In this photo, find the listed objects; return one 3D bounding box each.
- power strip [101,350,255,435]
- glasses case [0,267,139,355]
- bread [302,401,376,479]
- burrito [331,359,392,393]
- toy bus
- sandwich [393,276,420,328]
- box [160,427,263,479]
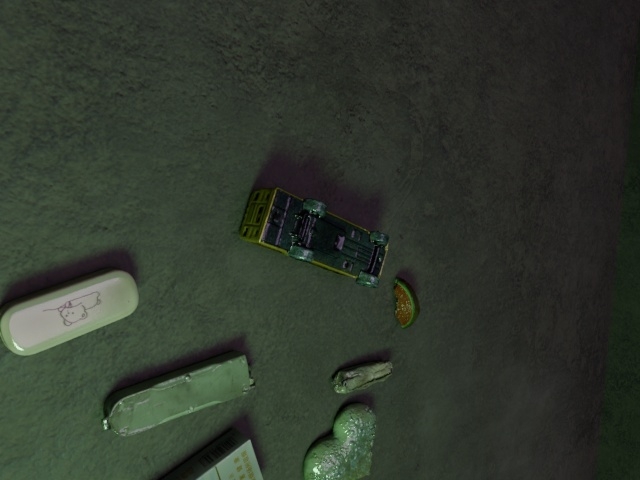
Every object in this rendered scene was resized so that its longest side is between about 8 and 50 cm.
[{"bbox_3d":[-0.248,0.273,0.903,0.285,0.048,0.080,-12,100,-39],"label":"power strip"},{"bbox_3d":[-0.379,0.104,0.770,0.196,0.050,0.083,-24,108,-36],"label":"glasses case"},{"bbox_3d":[0.063,0.500,1.188,0.232,0.064,0.173,-42,118,-28],"label":"bread"},{"bbox_3d":[0.101,0.328,1.216,0.188,0.045,0.058,-3,71,-38],"label":"burrito"},{"bbox_3d":[0.000,0.000,1.039,0.335,0.123,0.121,23,78,-40],"label":"toy bus"},{"bbox_3d":[0.220,0.162,1.284,0.029,0.067,0.135,-20,108,-42],"label":"sandwich"},{"bbox_3d":[-0.220,0.484,0.938,0.233,0.067,0.150,-28,112,-35],"label":"box"}]
